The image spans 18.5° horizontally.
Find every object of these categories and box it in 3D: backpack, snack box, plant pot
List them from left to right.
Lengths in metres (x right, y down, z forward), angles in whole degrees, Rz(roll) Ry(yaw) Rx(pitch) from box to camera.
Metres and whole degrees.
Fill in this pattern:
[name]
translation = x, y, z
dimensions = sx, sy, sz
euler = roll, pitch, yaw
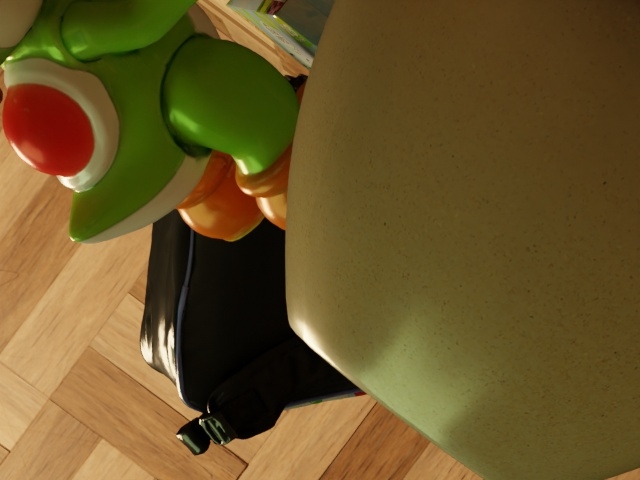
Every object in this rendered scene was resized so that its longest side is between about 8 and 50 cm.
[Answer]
[backpack]
translation = 0.000, 0.000, 1.484
dimensions = 0.263, 0.277, 0.213
euler = 0, -159, -18
[snack box]
translation = 0.038, -0.122, 1.265
dimensions = 0.174, 0.070, 0.207
euler = 37, 179, -14
[plant pot]
translation = 0.094, 0.001, 0.874
dimensions = 0.284, 0.191, 0.284
euler = 36, -179, -1

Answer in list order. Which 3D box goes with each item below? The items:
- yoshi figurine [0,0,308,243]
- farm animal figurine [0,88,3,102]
[yoshi figurine]
translation = -0.135, -0.148, 1.097
dimensions = 0.362, 0.203, 0.203
euler = 31, -159, -33
[farm animal figurine]
translation = -0.226, -0.237, 1.501
dimensions = 0.327, 0.330, 0.172
euler = 66, -169, 12
